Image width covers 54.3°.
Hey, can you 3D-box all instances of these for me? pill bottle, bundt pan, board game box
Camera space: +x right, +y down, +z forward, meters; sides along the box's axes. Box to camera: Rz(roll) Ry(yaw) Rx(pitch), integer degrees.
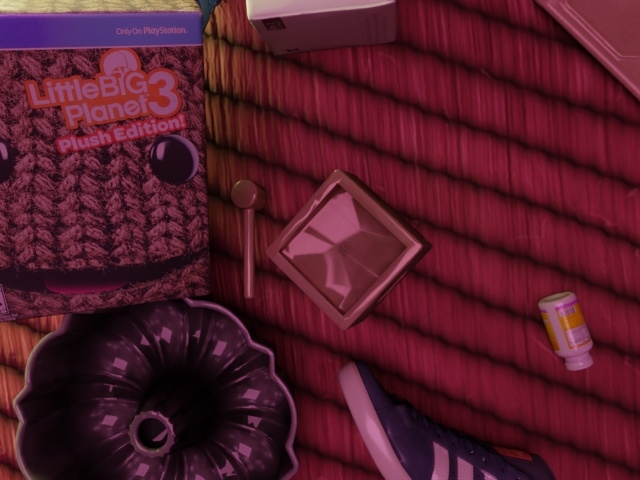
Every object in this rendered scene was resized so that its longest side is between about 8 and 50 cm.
[{"bbox_3d":[0.282,0.103,0.711,0.043,0.043,0.083,-19,90,8],"label":"pill bottle"},{"bbox_3d":[-0.177,0.207,0.738,0.331,0.124,0.330,0,93,7],"label":"bundt pan"},{"bbox_3d":[-0.233,-0.087,0.601,0.232,0.141,0.291,-7,124,-17],"label":"board game box"}]

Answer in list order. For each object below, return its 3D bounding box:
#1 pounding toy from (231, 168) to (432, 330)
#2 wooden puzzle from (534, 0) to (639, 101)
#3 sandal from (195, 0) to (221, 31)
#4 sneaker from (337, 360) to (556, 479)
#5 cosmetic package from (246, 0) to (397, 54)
[{"bbox_3d":[-0.010,0.003,0.727,0.206,0.094,0.181,44,102,13],"label":"pounding toy"},{"bbox_3d":[0.394,-0.269,0.684,0.221,0.044,0.238,-44,82,8],"label":"wooden puzzle"},{"bbox_3d":[-0.157,-0.296,0.713,0.126,0.138,0.317,10,105,43],"label":"sandal"},{"bbox_3d":[0.164,0.254,0.702,0.148,0.131,0.350,-37,93,1],"label":"sneaker"},{"bbox_3d":[0.001,-0.315,0.675,0.152,0.151,0.183,-5,93,7],"label":"cosmetic package"}]
